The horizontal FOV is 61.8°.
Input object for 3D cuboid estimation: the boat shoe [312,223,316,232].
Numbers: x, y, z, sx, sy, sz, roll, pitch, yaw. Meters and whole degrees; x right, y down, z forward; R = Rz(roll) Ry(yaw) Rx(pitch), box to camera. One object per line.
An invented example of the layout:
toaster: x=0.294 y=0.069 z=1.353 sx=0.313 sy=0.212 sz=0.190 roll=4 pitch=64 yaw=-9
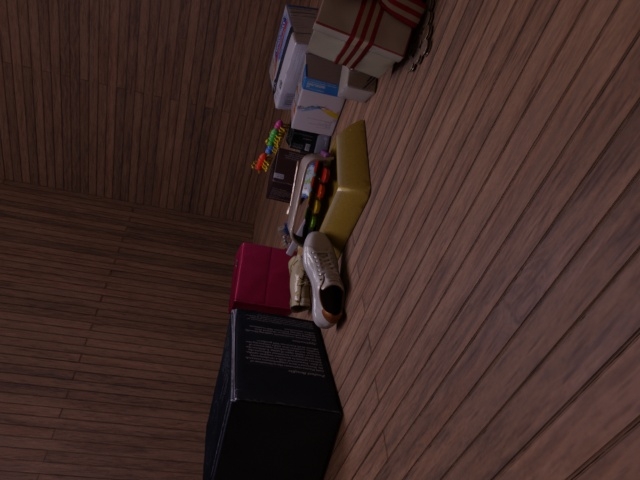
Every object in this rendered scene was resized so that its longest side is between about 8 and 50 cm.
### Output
boat shoe: x=0.000 y=0.000 z=1.743 sx=0.050 sy=0.045 sz=0.135 roll=-21 pitch=78 yaw=27

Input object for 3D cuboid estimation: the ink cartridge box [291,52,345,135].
ink cartridge box: x=-0.006 y=-0.545 z=2.019 sx=0.233 sy=0.168 sz=0.171 roll=112 pitch=162 yaw=-46

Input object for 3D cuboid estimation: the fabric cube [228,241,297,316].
fabric cube: x=-0.250 y=0.185 z=2.321 sx=0.254 sy=0.259 sz=0.258 roll=131 pitch=147 yaw=-65

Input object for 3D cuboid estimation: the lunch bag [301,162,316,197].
lunch bag: x=-0.012 y=-0.204 z=1.885 sx=0.096 sy=0.151 sz=0.129 roll=18 pitch=98 yaw=36

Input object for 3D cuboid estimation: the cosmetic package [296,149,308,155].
cosmetic package: x=-0.076 y=-0.403 z=2.480 sx=0.115 sy=0.060 sz=0.041 roll=-105 pitch=26 yaw=-66

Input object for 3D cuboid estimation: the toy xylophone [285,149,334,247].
toy xylophone: x=-0.042 y=-0.139 z=1.685 sx=0.236 sy=0.081 sz=0.323 roll=-107 pitch=30 yaw=-64

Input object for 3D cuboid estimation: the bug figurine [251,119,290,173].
bug figurine: x=-0.219 y=-0.425 z=2.384 sx=0.216 sy=0.072 sz=0.279 roll=-60 pitch=7 yaw=30

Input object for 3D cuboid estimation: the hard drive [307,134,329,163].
hard drive: x=-0.022 y=-0.304 z=2.161 sx=0.172 sy=0.054 sz=0.255 roll=-137 pitch=58 yaw=-75

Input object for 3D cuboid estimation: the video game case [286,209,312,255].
video game case: x=-0.068 y=-0.043 z=1.986 sx=0.204 sy=0.025 sz=0.285 roll=-62 pitch=3 yaw=0

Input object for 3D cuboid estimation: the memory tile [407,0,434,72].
memory tile: x=0.234 y=-0.478 z=1.249 sx=0.113 sy=0.012 sz=0.148 roll=139 pitch=140 yaw=-71

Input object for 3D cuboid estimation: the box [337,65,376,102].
box: x=0.127 y=-0.569 z=1.616 sx=0.113 sy=0.094 sz=0.275 roll=173 pitch=107 yaw=-77

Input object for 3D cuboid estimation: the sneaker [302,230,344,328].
sneaker: x=0.024 y=0.097 z=1.530 sx=0.123 sy=0.106 sz=0.290 roll=133 pitch=130 yaw=-60

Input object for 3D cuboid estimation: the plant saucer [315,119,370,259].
plant saucer: x=0.053 y=-0.156 z=1.649 sx=0.333 sy=0.081 sz=0.333 roll=114 pitch=161 yaw=-47

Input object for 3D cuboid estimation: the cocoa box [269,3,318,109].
cocoa box: x=-0.054 y=-0.726 z=2.158 sx=0.347 sy=0.231 sz=0.228 roll=118 pitch=145 yaw=-54

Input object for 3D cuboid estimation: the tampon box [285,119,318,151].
tampon box: x=-0.082 y=-0.469 z=2.412 sx=0.161 sy=0.120 sz=0.101 roll=-111 pitch=35 yaw=-68

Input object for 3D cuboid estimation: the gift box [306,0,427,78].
gift box: x=0.107 y=-0.586 z=1.308 sx=0.258 sy=0.255 sz=0.276 roll=-156 pitch=79 yaw=-81

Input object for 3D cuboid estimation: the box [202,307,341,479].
box: x=-0.170 y=0.534 z=1.587 sx=0.472 sy=0.297 sz=0.480 roll=-108 pitch=31 yaw=-68

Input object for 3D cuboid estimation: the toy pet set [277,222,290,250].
toy pet set: x=-0.159 y=-0.029 z=2.603 sx=0.122 sy=0.065 sz=0.114 roll=-95 pitch=-16 yaw=-59

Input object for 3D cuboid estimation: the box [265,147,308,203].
box: x=-0.140 y=-0.283 z=2.408 sx=0.203 sy=0.168 sz=0.167 roll=130 pitch=150 yaw=-66

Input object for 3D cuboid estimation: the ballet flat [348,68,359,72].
ballet flat: x=0.161 y=-0.614 z=1.505 sx=0.106 sy=0.107 sz=0.316 roll=7 pitch=-78 yaw=-62

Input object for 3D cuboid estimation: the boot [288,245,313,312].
boot: x=-0.049 y=0.127 z=1.852 sx=0.262 sy=0.095 sz=0.203 roll=132 pitch=142 yaw=-55
